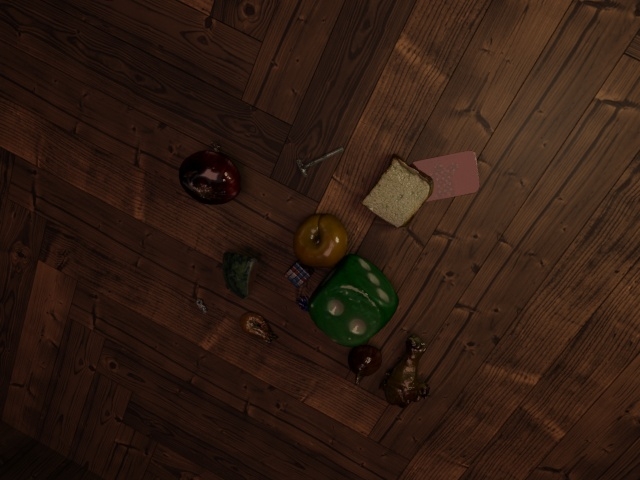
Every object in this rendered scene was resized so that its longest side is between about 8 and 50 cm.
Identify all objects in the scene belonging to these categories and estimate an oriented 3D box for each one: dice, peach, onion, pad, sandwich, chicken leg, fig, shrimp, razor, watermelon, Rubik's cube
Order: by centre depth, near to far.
[{"bbox_3d":[0.511,-0.261,1.702,0.267,0.004,0.180,-10,103,15],"label":"pad"},{"bbox_3d":[0.326,-0.198,1.715,0.226,0.087,0.251,35,112,3],"label":"sandwich"},{"bbox_3d":[0.004,-0.350,1.766,0.211,0.036,0.084,-23,102,18],"label":"razor"},{"bbox_3d":[0.138,0.258,1.778,0.300,0.297,0.287,42,112,-3],"label":"dice"},{"bbox_3d":[0.000,0.000,1.799,0.252,0.153,0.250,-4,74,16],"label":"peach"},{"bbox_3d":[-0.474,-0.293,1.814,0.273,0.284,0.273,5,145,4],"label":"onion"},{"bbox_3d":[-0.098,0.147,1.901,0.092,0.092,0.092,45,108,-3],"label":"Rubik's cube"},{"bbox_3d":[0.416,0.636,1.911,0.212,0.140,0.360,30,113,11],"label":"chicken leg"},{"bbox_3d":[0.191,0.567,1.928,0.149,0.202,0.148,5,95,47],"label":"fig"},{"bbox_3d":[-0.373,0.163,1.938,0.176,0.256,0.259,8,104,-37],"label":"watermelon"},{"bbox_3d":[-0.305,0.437,2.053,0.217,0.051,0.115,31,107,4],"label":"shrimp"}]

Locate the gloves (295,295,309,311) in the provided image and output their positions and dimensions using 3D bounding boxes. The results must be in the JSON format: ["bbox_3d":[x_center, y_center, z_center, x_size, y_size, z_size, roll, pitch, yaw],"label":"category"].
[{"bbox_3d":[-0.079,0.305,1.978,0.064,0.026,0.086,-28,99,20],"label":"gloves"}]

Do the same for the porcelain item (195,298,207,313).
[{"bbox_3d":[-0.607,0.334,2.098,0.036,0.028,0.083,-24,99,0],"label":"porcelain item"}]
